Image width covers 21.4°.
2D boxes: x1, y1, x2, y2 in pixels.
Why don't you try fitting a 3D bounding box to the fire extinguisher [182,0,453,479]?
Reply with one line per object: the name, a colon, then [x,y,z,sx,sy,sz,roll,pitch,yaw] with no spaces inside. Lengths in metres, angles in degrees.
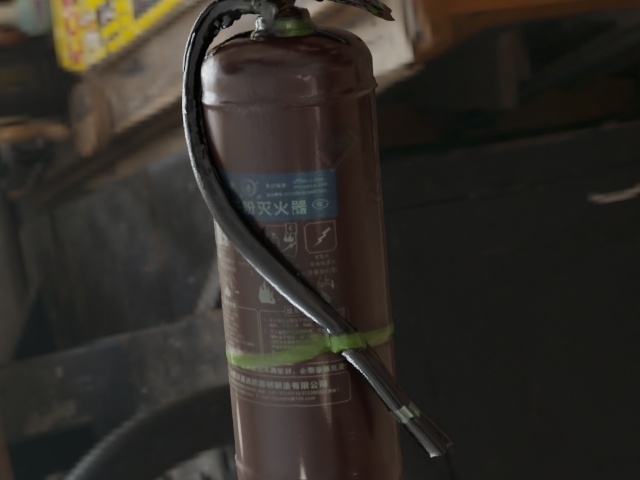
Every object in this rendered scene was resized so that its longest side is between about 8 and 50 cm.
fire extinguisher: [0.000,0.000,0.918,0.141,0.105,0.341,2,105,24]
